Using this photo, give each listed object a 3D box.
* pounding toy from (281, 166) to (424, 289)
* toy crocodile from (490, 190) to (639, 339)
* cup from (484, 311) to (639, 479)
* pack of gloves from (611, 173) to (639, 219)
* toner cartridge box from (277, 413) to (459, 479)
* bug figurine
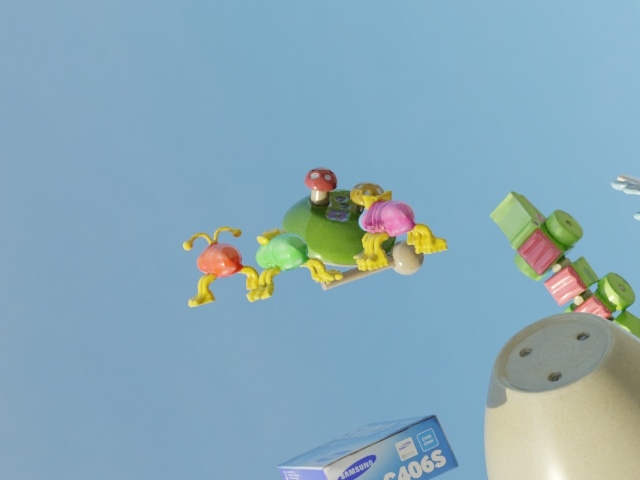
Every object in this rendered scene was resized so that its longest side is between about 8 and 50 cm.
[{"bbox_3d":[0.044,-0.039,1.678,0.183,0.110,0.237,-7,-147,-21],"label":"pounding toy"},{"bbox_3d":[0.411,0.060,1.839,0.340,0.115,0.105,52,-147,13],"label":"toy crocodile"},{"bbox_3d":[0.354,0.238,1.491,0.237,0.331,0.331,62,-140,-25],"label":"cup"},{"bbox_3d":[0.493,-0.028,1.457,0.232,0.046,0.195,23,-169,19],"label":"pack of gloves"},{"bbox_3d":[0.053,0.310,1.521,0.165,0.348,0.075,-23,-96,-15],"label":"toner cartridge box"},{"bbox_3d":[0.000,0.000,1.139,0.279,0.216,0.072,-15,-85,-19],"label":"bug figurine"}]
